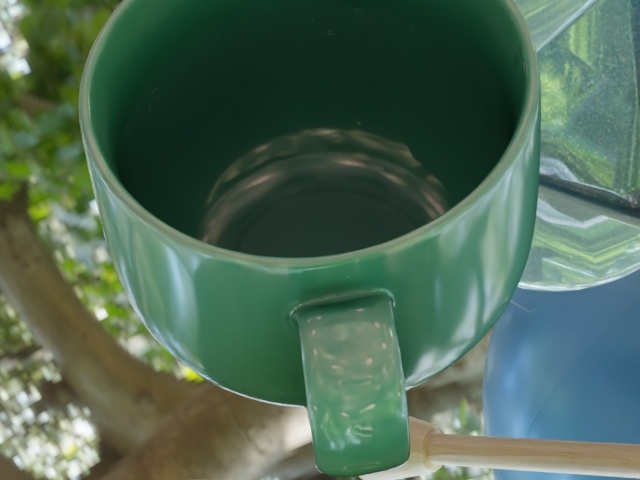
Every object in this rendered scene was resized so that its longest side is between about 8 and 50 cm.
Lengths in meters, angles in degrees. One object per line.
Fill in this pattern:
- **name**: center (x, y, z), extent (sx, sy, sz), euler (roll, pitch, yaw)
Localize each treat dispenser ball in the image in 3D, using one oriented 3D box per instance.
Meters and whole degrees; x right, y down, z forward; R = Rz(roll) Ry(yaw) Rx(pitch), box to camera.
- **treat dispenser ball**: center (0.234, 0.091, 1.009), extent (0.288, 0.288, 0.288), euler (-9, -133, 10)

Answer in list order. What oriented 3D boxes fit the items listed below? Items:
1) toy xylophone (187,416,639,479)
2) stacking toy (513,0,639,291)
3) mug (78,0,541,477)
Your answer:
- **toy xylophone**: center (0.035, 0.127, 0.539), extent (0.323, 0.081, 0.236), euler (4, -164, 42)
- **stacking toy**: center (0.139, -0.137, 0.630), extent (0.309, 0.279, 0.130), euler (-23, -158, -10)
- **mug**: center (-0.006, -0.006, 0.527), extent (0.129, 0.097, 0.157), euler (19, -123, 18)
